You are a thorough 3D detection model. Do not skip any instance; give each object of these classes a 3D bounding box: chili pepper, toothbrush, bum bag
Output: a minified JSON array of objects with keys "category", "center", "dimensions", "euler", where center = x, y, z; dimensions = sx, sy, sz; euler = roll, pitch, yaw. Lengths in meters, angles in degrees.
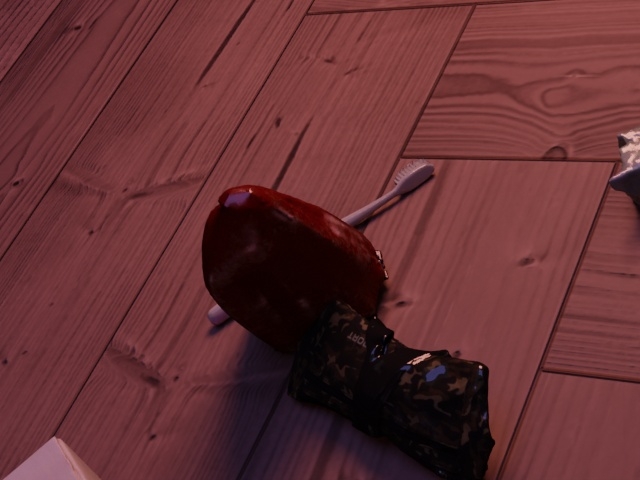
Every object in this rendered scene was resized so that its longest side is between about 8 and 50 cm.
[{"category":"chili pepper","center":[-0.048,0.015,1.158],"dimensions":[0.144,0.253,0.136],"euler":[9,73,28]},{"category":"toothbrush","center":[0.000,0.000,1.309],"dimensions":[0.286,0.020,0.025],"euler":[-35,32,-4]},{"category":"bum bag","center":[0.061,0.127,1.096],"dimensions":[0.248,0.102,0.069],"euler":[19,28,41]}]

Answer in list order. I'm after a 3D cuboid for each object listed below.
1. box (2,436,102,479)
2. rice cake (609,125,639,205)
[{"category":"box","center":[-0.188,0.306,0.942],"dimensions":[0.194,0.260,0.111],"euler":[-39,37,-10]},{"category":"rice cake","center":[0.365,-0.091,1.138],"dimensions":[0.206,0.069,0.063],"euler":[-22,44,16]}]
